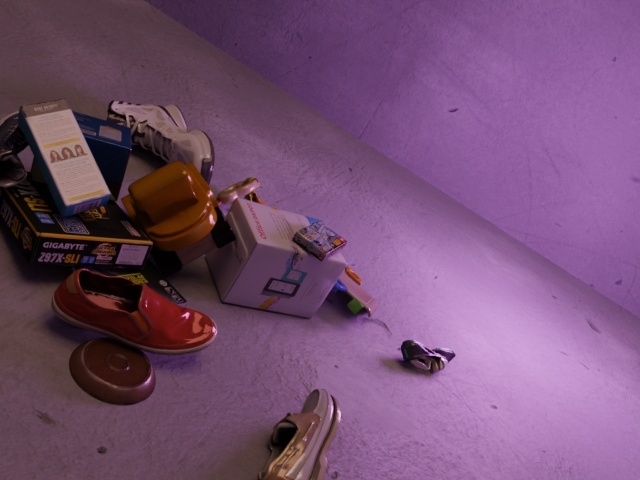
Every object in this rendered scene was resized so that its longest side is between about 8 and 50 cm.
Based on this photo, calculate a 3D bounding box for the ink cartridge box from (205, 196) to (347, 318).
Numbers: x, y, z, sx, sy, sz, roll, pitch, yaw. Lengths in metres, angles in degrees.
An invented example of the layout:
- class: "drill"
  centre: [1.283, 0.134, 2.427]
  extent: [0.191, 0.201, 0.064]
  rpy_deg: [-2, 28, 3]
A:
- class: "ink cartridge box"
  centre: [-0.118, 0.047, 1.813]
  extent: [0.270, 0.197, 0.198]
  rpy_deg: [15, 29, -33]

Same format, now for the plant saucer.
- class: "plant saucer"
  centre: [-0.388, 0.239, 1.345]
  extent: [0.169, 0.029, 0.168]
  rpy_deg: [26, 24, -13]

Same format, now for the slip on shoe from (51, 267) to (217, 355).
- class: "slip on shoe"
  centre: [-0.351, 0.140, 1.396]
  extent: [0.332, 0.101, 0.123]
  rpy_deg: [22, 37, -24]

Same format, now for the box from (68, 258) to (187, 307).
- class: "box"
  centre: [-0.417, 0.103, 1.547]
  extent: [0.184, 0.045, 0.191]
  rpy_deg: [45, 27, 24]

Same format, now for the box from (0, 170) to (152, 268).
- class: "box"
  centre: [-0.563, -0.050, 1.574]
  extent: [0.257, 0.079, 0.322]
  rpy_deg: [3, 27, -43]

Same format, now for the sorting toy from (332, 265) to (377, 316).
- class: "sorting toy"
  centre: [0.077, 0.139, 2.008]
  extent: [0.196, 0.047, 0.348]
  rpy_deg: [45, 9, 6]

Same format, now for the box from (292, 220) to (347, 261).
- class: "box"
  centre: [0.000, 0.000, 1.764]
  extent: [0.094, 0.027, 0.137]
  rpy_deg: [37, 25, 13]

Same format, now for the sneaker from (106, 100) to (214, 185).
- class: "sneaker"
  centre: [-0.498, -0.284, 2.097]
  extent: [0.258, 0.169, 0.447]
  rpy_deg: [0, 30, -35]

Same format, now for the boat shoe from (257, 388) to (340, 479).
- class: "boat shoe"
  centre: [-0.038, 0.381, 1.376]
  extent: [0.103, 0.113, 0.302]
  rpy_deg: [34, 25, -8]

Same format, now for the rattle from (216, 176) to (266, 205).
- class: "rattle"
  centre: [-0.258, -0.101, 2.136]
  extent: [0.130, 0.142, 0.200]
  rpy_deg: [7, 30, 28]

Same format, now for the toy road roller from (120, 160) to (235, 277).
- class: "toy road roller"
  centre: [-0.361, -0.099, 1.686]
  extent: [0.203, 0.240, 0.329]
  rpy_deg: [-29, 47, -11]

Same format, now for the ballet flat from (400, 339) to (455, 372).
- class: "ballet flat"
  centre: [0.296, 0.324, 1.938]
  extent: [0.203, 0.074, 0.074]
  rpy_deg: [20, 26, -37]

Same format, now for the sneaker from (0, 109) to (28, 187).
- class: "sneaker"
  centre: [-0.659, -0.197, 1.525]
  extent: [0.164, 0.086, 0.226]
  rpy_deg: [13, 52, 37]

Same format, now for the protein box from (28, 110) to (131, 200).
- class: "protein box"
  centre: [-0.564, -0.210, 1.683]
  extent: [0.200, 0.135, 0.201]
  rpy_deg: [15, 18, -20]

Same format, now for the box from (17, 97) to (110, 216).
- class: "box"
  centre: [-0.543, -0.177, 1.498]
  extent: [0.101, 0.060, 0.244]
  rpy_deg: [-20, 78, -34]
